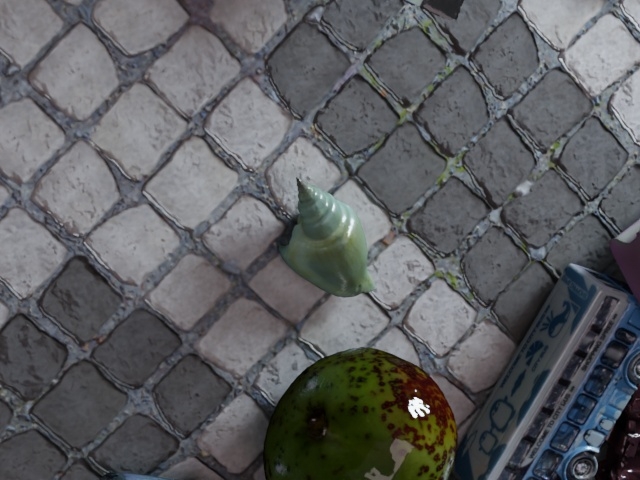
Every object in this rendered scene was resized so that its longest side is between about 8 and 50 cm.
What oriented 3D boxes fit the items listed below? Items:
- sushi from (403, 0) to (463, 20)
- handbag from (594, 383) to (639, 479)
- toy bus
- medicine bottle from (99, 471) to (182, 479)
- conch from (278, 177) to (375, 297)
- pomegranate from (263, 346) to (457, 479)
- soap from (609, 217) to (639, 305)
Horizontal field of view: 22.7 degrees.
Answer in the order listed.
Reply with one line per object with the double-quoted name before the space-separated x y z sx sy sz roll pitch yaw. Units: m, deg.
"sushi" 0.078 -0.350 1.590 0.192 0.050 0.215 20 89 -13
"handbag" 0.436 0.232 1.933 0.216 0.074 0.203 0 108 -20
"toy bus" 0.279 0.178 1.833 0.131 0.106 0.297 25 99 -24
"medicine bottle" -0.142 0.300 1.716 0.203 0.083 0.083 10 104 -25
"conch" 0.005 0.002 1.679 0.088 0.065 0.180 -35 126 -9
"pomegranate" 0.063 0.225 1.720 0.248 0.214 0.214 19 101 -51
"soap" 0.423 0.003 1.789 0.203 0.065 0.122 -33 97 -38
